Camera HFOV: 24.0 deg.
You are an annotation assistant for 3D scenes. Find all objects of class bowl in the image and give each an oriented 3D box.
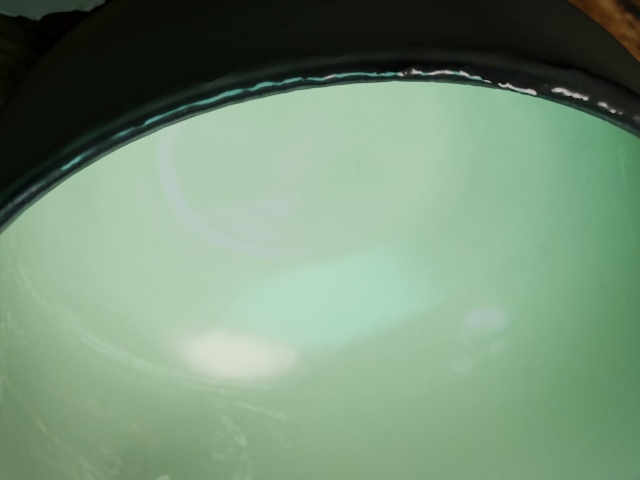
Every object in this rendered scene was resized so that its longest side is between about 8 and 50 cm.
[{"bbox_3d":[0.000,0.000,0.666,0.353,0.185,0.354,-6,138,-5],"label":"bowl"}]

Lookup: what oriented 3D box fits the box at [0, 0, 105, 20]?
[{"bbox_3d":[-0.072,-0.208,0.382,0.138,0.274,0.178,14,147,-23],"label":"box"}]
